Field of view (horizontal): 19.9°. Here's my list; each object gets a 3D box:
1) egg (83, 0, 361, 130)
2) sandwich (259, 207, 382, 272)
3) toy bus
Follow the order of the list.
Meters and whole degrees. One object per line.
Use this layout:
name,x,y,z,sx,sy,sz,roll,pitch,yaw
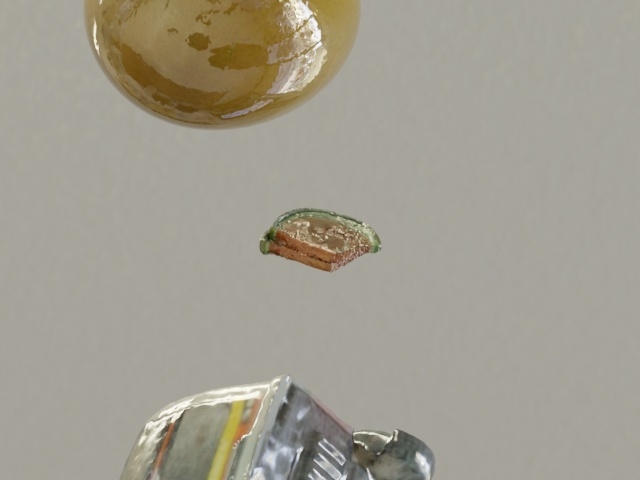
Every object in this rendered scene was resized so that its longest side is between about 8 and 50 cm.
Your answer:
egg,-0.096,-0.240,1.892,0.250,0.250,0.322,-33,-15,37
sandwich,0.004,-0.001,1.602,0.101,0.069,0.026,15,-55,16
toy bus,0.024,0.152,0.719,0.106,0.092,0.268,-10,-40,37
